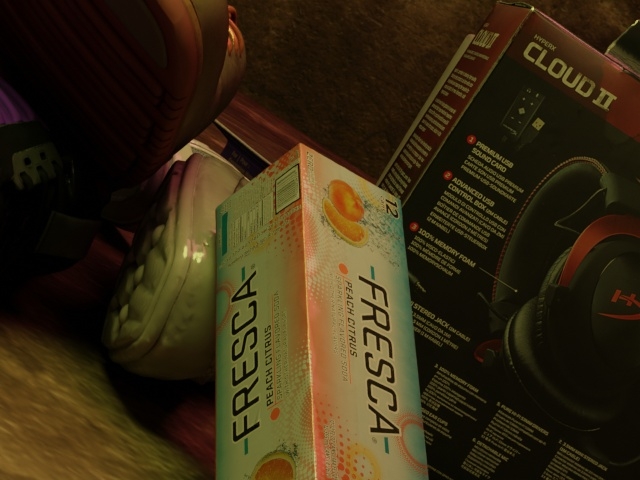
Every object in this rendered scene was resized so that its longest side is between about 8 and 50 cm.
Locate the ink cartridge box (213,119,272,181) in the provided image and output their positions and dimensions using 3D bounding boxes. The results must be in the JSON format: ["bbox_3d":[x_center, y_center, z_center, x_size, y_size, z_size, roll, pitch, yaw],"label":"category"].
[{"bbox_3d":[0.000,0.000,1.255,0.206,0.045,0.208,39,-3,38],"label":"ink cartridge box"}]

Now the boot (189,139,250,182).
[{"bbox_3d":[-0.061,-0.013,1.098,0.190,0.069,0.086,31,4,-28],"label":"boot"}]

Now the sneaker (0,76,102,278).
[{"bbox_3d":[-0.154,-0.028,0.657,0.146,0.102,0.293,32,7,-25],"label":"sneaker"}]

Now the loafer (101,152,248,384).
[{"bbox_3d":[-0.043,0.018,0.796,0.111,0.112,0.319,24,7,-4],"label":"loafer"}]

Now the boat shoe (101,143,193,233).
[{"bbox_3d":[-0.169,-0.068,1.021,0.081,0.079,0.227,18,9,-40],"label":"boat shoe"}]

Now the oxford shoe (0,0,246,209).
[{"bbox_3d":[-0.097,-0.101,0.780,0.123,0.130,0.348,55,-19,-5],"label":"oxford shoe"}]

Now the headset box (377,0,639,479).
[{"bbox_3d":[0.140,0.012,0.909,0.218,0.293,0.110,31,7,-9],"label":"headset box"}]

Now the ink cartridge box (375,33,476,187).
[{"bbox_3d":[0.192,-0.030,1.513,0.160,0.279,0.385,30,7,-18],"label":"ink cartridge box"}]

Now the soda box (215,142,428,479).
[{"bbox_3d":[-0.002,0.053,0.596,0.063,0.058,0.183,29,42,-33],"label":"soda box"}]
